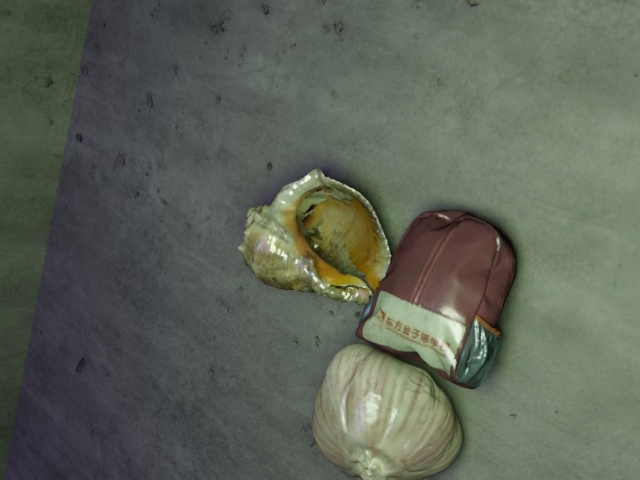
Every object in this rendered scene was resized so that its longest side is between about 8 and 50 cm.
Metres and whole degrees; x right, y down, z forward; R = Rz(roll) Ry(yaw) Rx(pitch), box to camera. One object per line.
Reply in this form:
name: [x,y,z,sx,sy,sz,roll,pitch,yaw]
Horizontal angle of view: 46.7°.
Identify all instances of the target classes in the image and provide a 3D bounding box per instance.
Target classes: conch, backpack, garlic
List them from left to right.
conch: [0.002,-0.006,1.640,0.352,0.210,0.297,28,111,0]
garlic: [0.118,0.368,1.493,0.318,0.259,0.317,6,128,7]
backpack: [0.241,0.098,1.448,0.283,0.197,0.317,20,85,34]
